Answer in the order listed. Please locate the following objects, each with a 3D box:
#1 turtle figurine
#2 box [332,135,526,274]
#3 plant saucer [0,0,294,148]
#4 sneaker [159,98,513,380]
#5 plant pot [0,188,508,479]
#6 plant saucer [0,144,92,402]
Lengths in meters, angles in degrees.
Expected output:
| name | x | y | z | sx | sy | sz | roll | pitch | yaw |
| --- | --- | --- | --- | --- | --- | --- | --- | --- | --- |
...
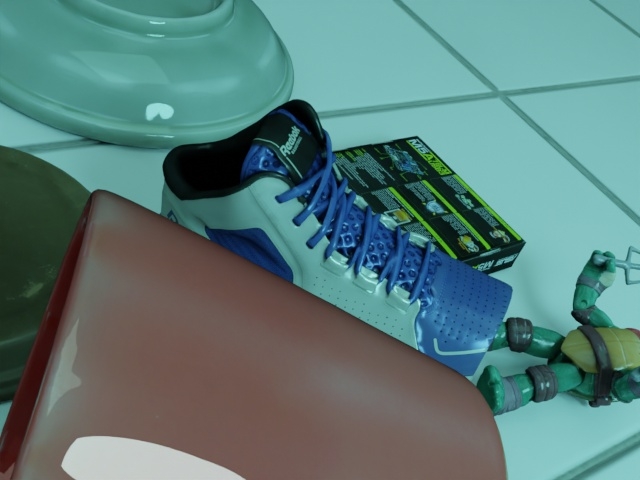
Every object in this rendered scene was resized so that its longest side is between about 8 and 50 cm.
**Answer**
| name | x | y | z | sx | sy | sz | roll | pitch | yaw |
| --- | --- | --- | --- | --- | --- | --- | --- | --- | --- |
| turtle figurine | 0.248 | 0.095 | 0.726 | 0.234 | 0.118 | 0.175 | -6 | 27 | -7 |
| box | 0.087 | -0.029 | 0.849 | 0.184 | 0.045 | 0.190 | -13 | 50 | -38 |
| plant saucer | -0.212 | -0.263 | 0.929 | 0.401 | 0.100 | 0.400 | 13 | 41 | -12 |
| sneaker | -0.001 | 0.000 | 0.639 | 0.316 | 0.182 | 0.127 | 18 | 49 | 8 |
| plant pot | -0.051 | 0.133 | 0.451 | 0.243 | 0.275 | 0.275 | 19 | 39 | -18 |
| plant saucer | -0.285 | 0.007 | 0.638 | 0.278 | 0.041 | 0.277 | 12 | 41 | -11 |
